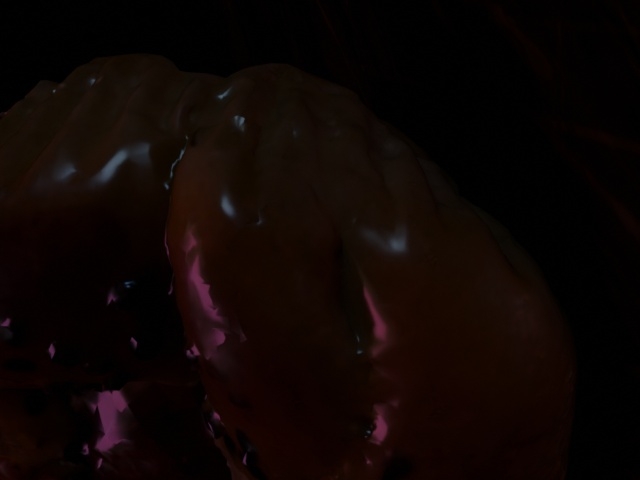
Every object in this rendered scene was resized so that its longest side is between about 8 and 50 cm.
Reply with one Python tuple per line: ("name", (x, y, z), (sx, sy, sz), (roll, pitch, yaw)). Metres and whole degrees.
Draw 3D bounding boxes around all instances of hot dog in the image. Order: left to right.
("hot dog", (-0.040, 0.080, 0.521), (0.365, 0.367, 0.196), (87, -162, -48))
